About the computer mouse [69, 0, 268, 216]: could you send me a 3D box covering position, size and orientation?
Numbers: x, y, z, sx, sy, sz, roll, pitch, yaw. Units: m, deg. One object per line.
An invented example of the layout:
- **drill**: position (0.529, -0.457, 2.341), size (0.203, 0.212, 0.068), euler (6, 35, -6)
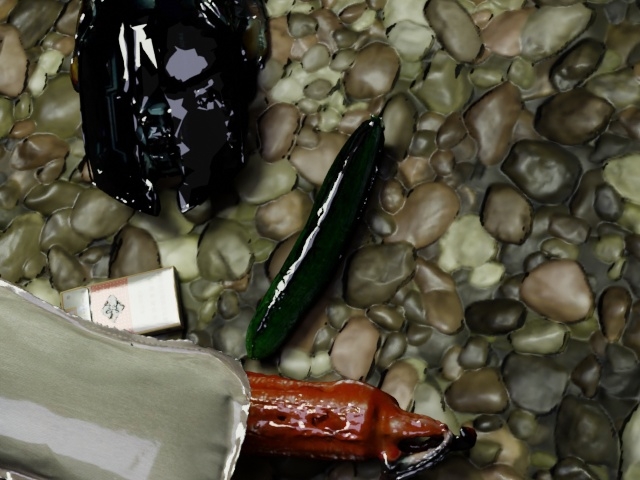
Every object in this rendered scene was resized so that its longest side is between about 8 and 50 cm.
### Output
- **computer mouse**: position (-0.115, -0.130, 1.365), size (0.146, 0.077, 0.241), euler (-12, 67, 13)

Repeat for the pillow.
- **pillow**: position (-0.159, 0.099, 1.179), size (0.233, 0.038, 0.130), euler (17, 69, 8)

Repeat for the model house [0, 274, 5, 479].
- **model house**: position (-0.304, 0.108, 1.289), size (0.244, 0.169, 0.326), euler (-44, 69, -12)

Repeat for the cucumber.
- **cucumber**: position (0.000, 0.000, 1.306), size (0.036, 0.033, 0.184), euler (29, 79, -2)

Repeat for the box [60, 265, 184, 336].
- **box**: position (-0.137, 0.048, 1.336), size (0.083, 0.012, 0.046), euler (-13, 68, 9)

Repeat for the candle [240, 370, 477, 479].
- **candle**: position (-0.046, 0.109, 1.261), size (0.302, 0.059, 0.084), euler (6, 38, 14)
